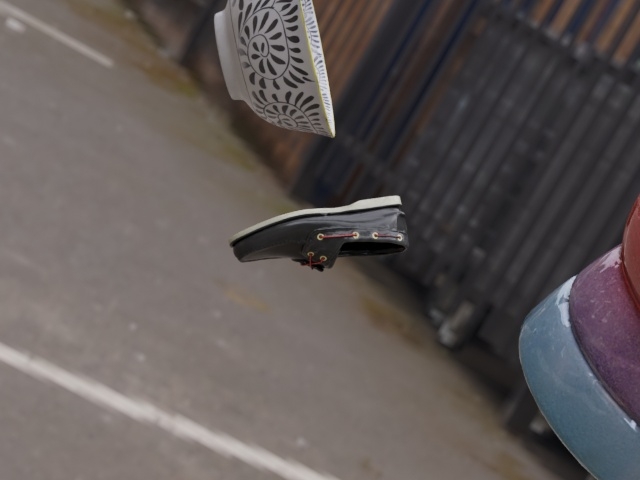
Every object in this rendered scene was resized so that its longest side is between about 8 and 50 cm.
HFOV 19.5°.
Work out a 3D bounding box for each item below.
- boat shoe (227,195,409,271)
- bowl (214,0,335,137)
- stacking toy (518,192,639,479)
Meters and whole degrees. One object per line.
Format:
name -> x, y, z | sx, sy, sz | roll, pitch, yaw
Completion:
boat shoe -> 0.000, 0.000, 1.327 | 0.133, 0.042, 0.049 | -9, -13, -20
bowl -> -0.043, -0.162, 1.565 | 0.080, 0.170, 0.170 | -11, 6, 4
stacking toy -> 0.234, 0.096, 0.817 | 0.279, 0.130, 0.309 | 50, 31, 21
